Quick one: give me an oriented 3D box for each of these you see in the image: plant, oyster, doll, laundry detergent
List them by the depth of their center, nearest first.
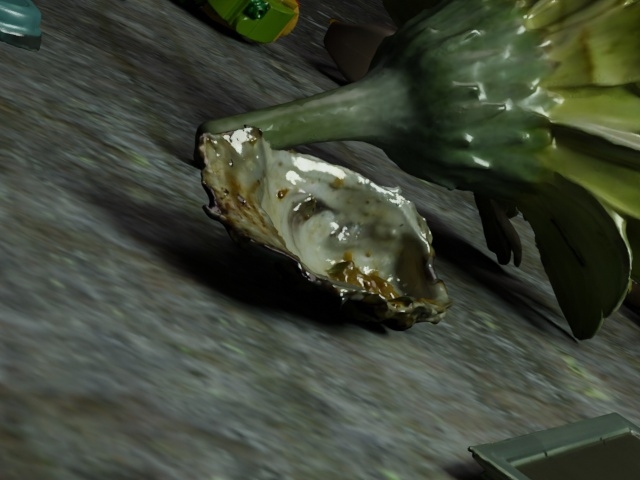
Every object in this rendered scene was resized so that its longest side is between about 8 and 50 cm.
[{"bbox_3d":[0.006,0.003,0.757,0.105,0.056,0.177,47,20,25],"label":"oyster"},{"bbox_3d":[0.098,-0.114,0.958,0.297,0.261,0.306,19,25,-41],"label":"plant"},{"bbox_3d":[-0.098,-0.263,1.510,0.186,0.106,0.134,47,21,10],"label":"doll"},{"bbox_3d":[0.084,-0.181,1.643,0.171,0.076,0.237,27,12,-6],"label":"laundry detergent"}]

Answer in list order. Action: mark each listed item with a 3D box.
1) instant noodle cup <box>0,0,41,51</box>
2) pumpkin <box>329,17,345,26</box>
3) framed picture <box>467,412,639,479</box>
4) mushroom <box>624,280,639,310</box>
[{"bbox_3d":[-0.219,-0.117,0.715,0.157,0.070,0.179,20,15,-29],"label":"instant noodle cup"},{"bbox_3d":[0.050,-0.207,1.794,0.073,0.035,0.101,33,3,-39],"label":"pumpkin"},{"bbox_3d":[0.194,0.151,0.654,0.252,0.014,0.197,34,13,24],"label":"framed picture"},{"bbox_3d":[0.259,0.034,1.160,0.088,0.073,0.129,-28,45,-35],"label":"mushroom"}]
